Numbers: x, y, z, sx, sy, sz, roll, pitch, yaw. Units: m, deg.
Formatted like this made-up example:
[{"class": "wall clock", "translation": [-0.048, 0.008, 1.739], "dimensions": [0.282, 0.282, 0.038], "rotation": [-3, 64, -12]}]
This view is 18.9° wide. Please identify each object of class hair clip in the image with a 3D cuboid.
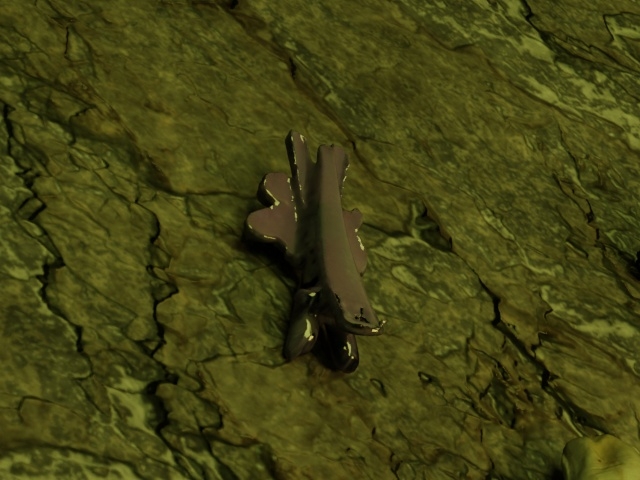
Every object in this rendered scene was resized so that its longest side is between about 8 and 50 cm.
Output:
[{"class": "hair clip", "translation": [-0.006, 0.012, 1.804], "dimensions": [0.137, 0.090, 0.278], "rotation": [15, 37, -22]}]

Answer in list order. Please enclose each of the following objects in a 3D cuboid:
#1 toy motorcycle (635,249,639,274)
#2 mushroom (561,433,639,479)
[{"class": "toy motorcycle", "translation": [0.451, 0.029, 2.079], "dimensions": [0.212, 0.118, 0.084], "rotation": [22, 24, -16]}, {"class": "mushroom", "translation": [0.218, 0.286, 1.666], "dimensions": [0.123, 0.095, 0.351], "rotation": [22, 34, 14]}]
